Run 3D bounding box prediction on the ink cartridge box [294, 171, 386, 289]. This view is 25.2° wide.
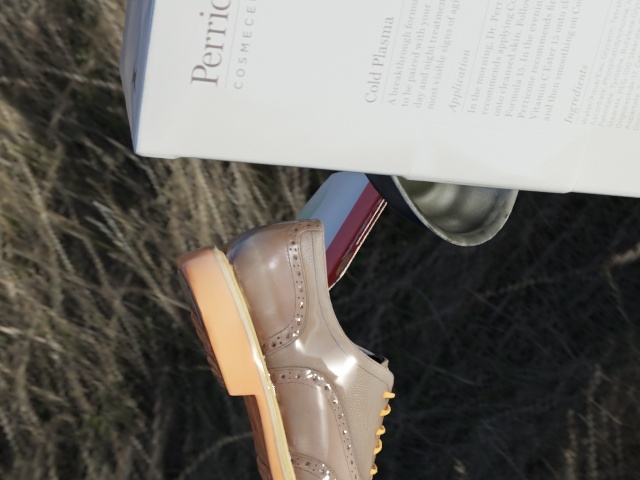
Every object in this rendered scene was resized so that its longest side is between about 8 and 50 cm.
[{"bbox_3d":[0.000,0.000,1.343,0.056,0.225,0.181,34,58,-3],"label":"ink cartridge box"}]

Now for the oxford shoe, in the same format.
[{"bbox_3d":[0.011,0.159,1.132,0.132,0.130,0.364,-23,102,-9],"label":"oxford shoe"}]

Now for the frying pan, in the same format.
[{"bbox_3d":[0.040,-0.150,0.781,0.053,0.197,0.326,-9,112,32],"label":"frying pan"}]

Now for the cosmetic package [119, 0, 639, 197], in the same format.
[{"bbox_3d":[0.090,-0.205,0.518,0.097,0.284,0.377,-116,33,-60],"label":"cosmetic package"}]
